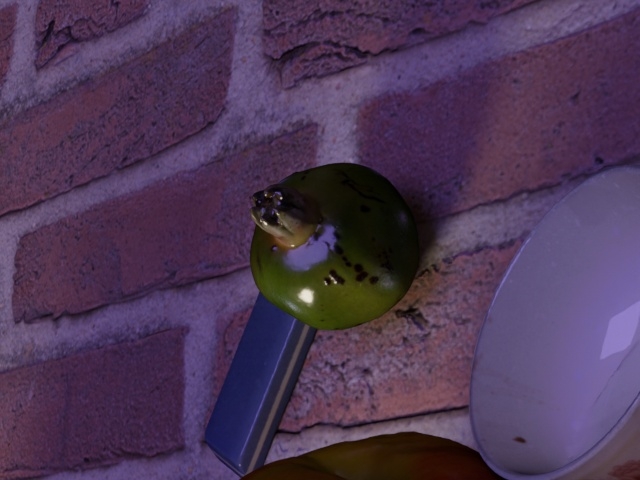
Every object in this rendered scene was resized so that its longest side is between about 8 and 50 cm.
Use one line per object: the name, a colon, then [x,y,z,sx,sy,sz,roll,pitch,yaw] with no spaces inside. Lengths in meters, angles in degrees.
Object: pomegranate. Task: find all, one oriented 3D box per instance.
pomegranate: [0.000,0.000,1.588,0.180,0.209,0.180,-11,68,31]

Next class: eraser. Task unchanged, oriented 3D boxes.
eraser: [-0.068,0.155,1.747,0.082,0.036,0.225,29,100,51]

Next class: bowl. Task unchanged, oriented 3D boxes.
bowl: [0.255,0.090,1.276,0.277,0.145,0.277,-50,24,31]

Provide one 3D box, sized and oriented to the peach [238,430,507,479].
peach: [0.048,0.355,1.293,0.388,0.388,0.388,-21,62,45]
